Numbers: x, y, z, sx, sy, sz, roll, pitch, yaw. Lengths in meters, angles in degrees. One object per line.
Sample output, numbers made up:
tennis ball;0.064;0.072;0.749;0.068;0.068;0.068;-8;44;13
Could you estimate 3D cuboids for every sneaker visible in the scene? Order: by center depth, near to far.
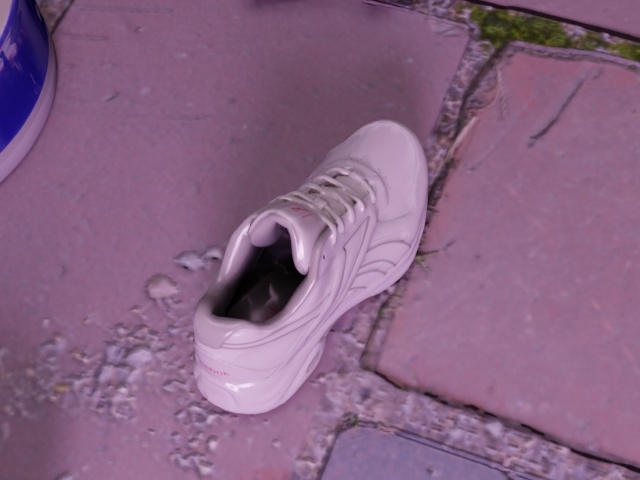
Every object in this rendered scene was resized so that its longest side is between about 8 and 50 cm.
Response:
sneaker;0.000;0.000;0.751;0.090;0.115;0.232;26;65;18

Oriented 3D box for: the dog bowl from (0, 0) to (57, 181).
dog bowl;-0.337;-0.136;0.865;0.265;0.104;0.265;-2;60;3
